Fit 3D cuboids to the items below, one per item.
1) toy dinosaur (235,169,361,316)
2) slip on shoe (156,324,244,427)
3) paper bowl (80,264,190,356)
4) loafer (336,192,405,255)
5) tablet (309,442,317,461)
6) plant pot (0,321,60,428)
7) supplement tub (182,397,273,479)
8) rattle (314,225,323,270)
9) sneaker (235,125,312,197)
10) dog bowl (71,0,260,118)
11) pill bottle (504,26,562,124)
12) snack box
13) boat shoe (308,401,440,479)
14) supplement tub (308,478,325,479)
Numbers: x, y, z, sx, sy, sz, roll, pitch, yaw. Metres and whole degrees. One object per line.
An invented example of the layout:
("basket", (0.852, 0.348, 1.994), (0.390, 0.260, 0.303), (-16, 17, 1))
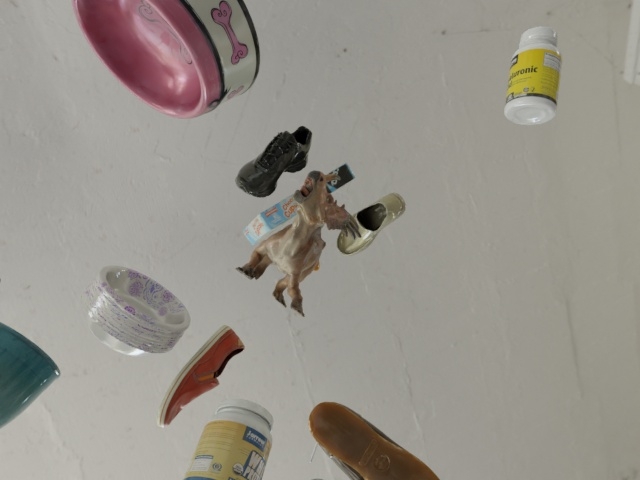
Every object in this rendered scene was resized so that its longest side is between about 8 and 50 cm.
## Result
("toy dinosaur", (-0.031, 0.006, 0.810), (0.127, 0.296, 0.200), (38, -101, -5))
("slip on shoe", (-0.343, 0.397, 1.390), (0.101, 0.123, 0.331), (35, -118, 10))
("paper bowl", (-0.517, 0.207, 1.333), (0.284, 0.284, 0.148), (36, -87, -29))
("loafer", (0.130, -0.047, 1.431), (0.092, 0.102, 0.268), (-8, -31, -52))
("tablet", (-0.017, 0.657, 1.520), (0.006, 0.054, 0.083), (18, -114, 10))
("plant pot", (-0.852, 0.366, 1.192), (0.271, 0.272, 0.255), (58, -139, -29))
("supplement tub", (-0.179, 0.434, 0.957), (0.144, 0.199, 0.144), (8, -47, 9))
("rattle", (0.000, 0.000, 1.433), (0.200, 0.130, 0.142), (-39, -86, 23))
("sneaker", (-0.119, -0.219, 1.268), (0.109, 0.286, 0.130), (35, -43, 7))
("dog bowl", (-0.339, -0.438, 1.027), (0.408, 0.408, 0.150), (51, -122, -29))
("pill bottle", (0.286, -0.220, 0.645), (0.065, 0.065, 0.116), (18, -103, -27))
("snack box", (-0.064, -0.107, 1.422), (0.322, 0.187, 0.060), (-34, -89, -27))
("boat shoe", (0.074, 0.268, 0.566), (0.073, 0.207, 0.073), (-43, -28, -15))
("supplement tub", (0.033, 0.763, 1.144), (0.207, 0.338, 0.207), (-19, -56, -30))
